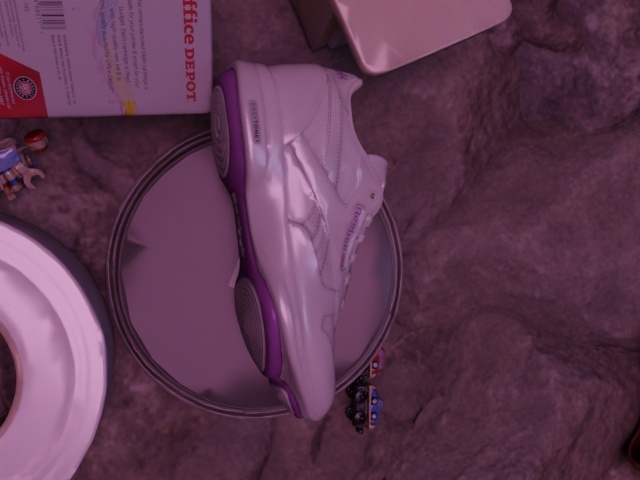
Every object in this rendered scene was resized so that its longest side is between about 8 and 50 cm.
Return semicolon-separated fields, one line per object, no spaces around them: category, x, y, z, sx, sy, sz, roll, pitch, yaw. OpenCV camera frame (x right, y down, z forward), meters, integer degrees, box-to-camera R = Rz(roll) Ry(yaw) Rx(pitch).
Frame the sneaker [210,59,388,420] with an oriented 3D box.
sneaker;0.000;0.000;0.577;0.152;0.114;0.305;-9;98;-23

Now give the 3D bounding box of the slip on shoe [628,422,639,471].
slip on shoe;0.425;0.120;0.753;0.101;0.123;0.331;14;94;-9

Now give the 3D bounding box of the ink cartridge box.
ink cartridge box;-0.181;-0.188;0.574;0.176;0.127;0.128;-3;129;-13

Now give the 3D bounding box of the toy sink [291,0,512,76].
toy sink;0.047;-0.269;0.642;0.152;0.131;0.234;-26;93;-10

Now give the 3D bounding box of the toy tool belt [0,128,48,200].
toy tool belt;-0.280;-0.064;0.624;0.083;0.052;0.051;-23;128;-8

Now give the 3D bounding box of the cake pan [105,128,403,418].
cake pan;-0.059;0.029;0.654;0.293;0.054;0.293;0;90;-7

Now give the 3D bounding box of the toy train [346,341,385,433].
toy train;0.049;0.120;0.712;0.036;0.027;0.158;2;91;-25

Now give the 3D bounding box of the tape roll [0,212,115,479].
tape roll;-0.326;0.110;0.590;0.286;0.100;0.286;-1;93;-12
